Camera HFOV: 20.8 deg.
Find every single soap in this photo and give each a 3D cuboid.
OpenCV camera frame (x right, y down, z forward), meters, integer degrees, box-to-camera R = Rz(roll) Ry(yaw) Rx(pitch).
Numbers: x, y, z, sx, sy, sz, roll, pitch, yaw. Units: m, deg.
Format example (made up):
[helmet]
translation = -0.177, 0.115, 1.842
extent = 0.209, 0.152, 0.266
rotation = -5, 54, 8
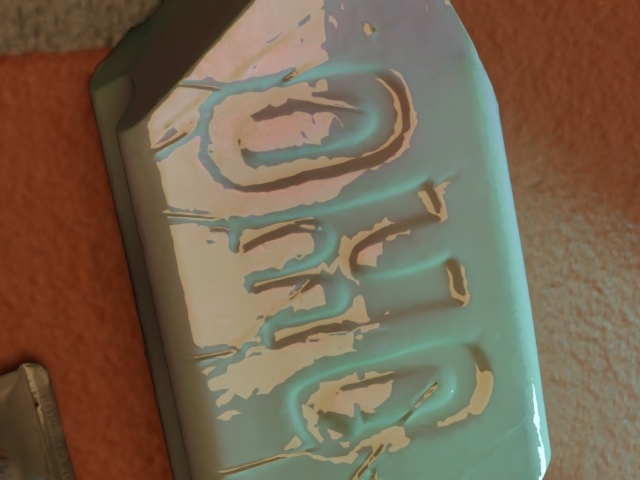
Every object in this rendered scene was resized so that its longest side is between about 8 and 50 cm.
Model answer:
[soap]
translation = 0.000, 0.000, 0.965
extent = 0.208, 0.115, 0.347
rotation = -14, 105, -14

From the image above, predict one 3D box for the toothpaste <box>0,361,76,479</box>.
[toothpaste]
translation = -0.291, 0.159, 0.943
extent = 0.323, 0.066, 0.100
rotation = -18, 107, -18
